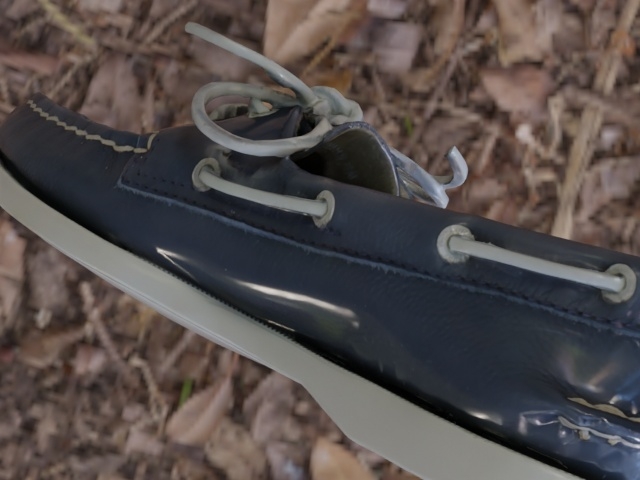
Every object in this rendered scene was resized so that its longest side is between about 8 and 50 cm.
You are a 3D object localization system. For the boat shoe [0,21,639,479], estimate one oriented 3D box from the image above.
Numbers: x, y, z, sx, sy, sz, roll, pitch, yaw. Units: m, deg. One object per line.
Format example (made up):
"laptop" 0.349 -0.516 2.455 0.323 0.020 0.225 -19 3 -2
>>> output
"boat shoe" 0.000 0.000 0.468 0.095 0.254 0.079 24 91 -46
